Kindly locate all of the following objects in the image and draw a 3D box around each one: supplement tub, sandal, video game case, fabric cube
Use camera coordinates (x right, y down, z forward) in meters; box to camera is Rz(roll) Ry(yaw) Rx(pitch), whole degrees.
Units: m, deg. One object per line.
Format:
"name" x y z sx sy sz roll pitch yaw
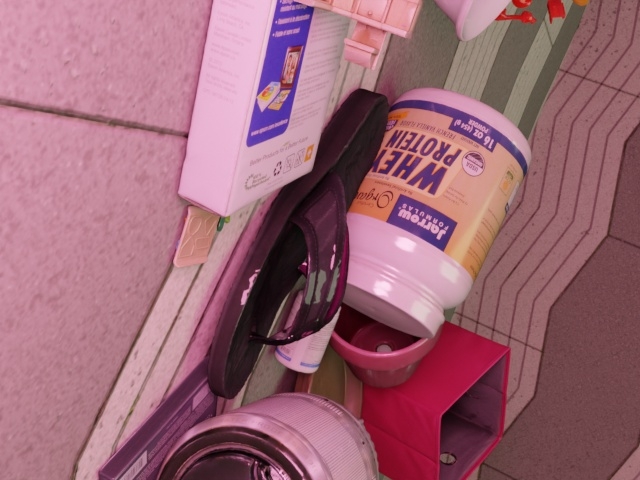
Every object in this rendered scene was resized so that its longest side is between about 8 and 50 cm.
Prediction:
"supplement tub" 0.147 -0.038 1.172 0.316 0.228 0.228 -62 163 -12
"sandal" 0.000 -0.002 0.978 0.446 0.107 0.167 -61 163 -22
"video game case" -0.191 0.294 0.964 0.196 0.026 0.274 -47 156 -46
"supplement tub" -0.019 0.135 1.179 0.107 0.071 0.071 -68 163 10
"fabric cube" 0.205 0.327 1.626 0.254 0.258 0.259 -33 132 -40

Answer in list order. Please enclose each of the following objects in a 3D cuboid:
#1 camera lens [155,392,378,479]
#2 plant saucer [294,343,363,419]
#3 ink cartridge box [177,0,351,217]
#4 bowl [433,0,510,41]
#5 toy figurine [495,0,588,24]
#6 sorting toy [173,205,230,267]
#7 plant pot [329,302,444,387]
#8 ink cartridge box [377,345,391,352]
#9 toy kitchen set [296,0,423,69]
"camera lens" -0.056 0.303 0.962 0.219 0.219 0.274 -67 163 4
"plant saucer" 0.014 0.284 1.394 0.278 0.041 0.278 3 90 -68
"ink cartridge box" -0.025 -0.213 0.706 0.176 0.069 0.371 -36 148 -58
"bowl" 0.214 -0.406 0.981 0.298 0.134 0.298 -49 171 -10
"toy figurine" 0.329 -0.546 1.281 0.362 0.191 0.217 64 22 -59
"sorting toy" -0.117 -0.007 0.795 0.083 0.012 0.062 -12 120 -65
"plant pot" 0.103 0.148 1.325 0.201 0.201 0.180 -55 156 -31
"ink cartridge box" 0.175 0.048 1.540 0.307 0.129 0.223 -46 154 -48
"toy kitchen set" 0.027 -0.182 0.661 0.075 0.083 0.068 -22 133 -65
